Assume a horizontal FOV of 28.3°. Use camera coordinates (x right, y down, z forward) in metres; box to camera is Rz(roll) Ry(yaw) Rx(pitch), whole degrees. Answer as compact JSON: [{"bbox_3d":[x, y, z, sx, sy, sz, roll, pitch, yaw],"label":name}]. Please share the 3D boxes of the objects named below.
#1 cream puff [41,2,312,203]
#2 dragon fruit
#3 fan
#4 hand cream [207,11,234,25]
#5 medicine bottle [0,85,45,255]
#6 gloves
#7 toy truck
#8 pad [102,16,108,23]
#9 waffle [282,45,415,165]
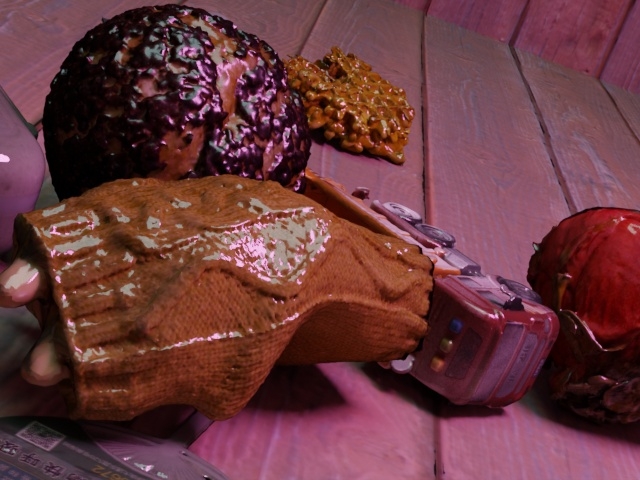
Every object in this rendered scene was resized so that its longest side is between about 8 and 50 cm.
[{"bbox_3d":[-0.110,-0.084,1.055,0.165,0.239,0.239,-14,-10,43],"label":"cream puff"},{"bbox_3d":[0.272,0.094,1.126,0.218,0.223,0.148,-6,37,41],"label":"dragon fruit"},{"bbox_3d":[-0.137,0.144,0.773,0.223,0.012,0.294,13,20,-17],"label":"fan"},{"bbox_3d":[-0.189,-0.238,1.683,0.124,0.077,0.340,25,28,8],"label":"hand cream"},{"bbox_3d":[-0.386,-0.112,1.028,0.282,0.123,0.375,7,23,-35],"label":"medicine bottle"},{"bbox_3d":[-0.074,0.030,0.908,0.356,0.155,0.203,-5,12,-43],"label":"gloves"},{"bbox_3d":[0.072,0.039,1.119,0.135,0.114,0.270,5,24,-47],"label":"toy truck"},{"bbox_3d":[-0.218,-0.259,1.789,0.164,0.004,0.243,13,21,-22],"label":"pad"},{"bbox_3d":[0.036,-0.191,1.715,0.197,0.070,0.193,22,30,-21],"label":"waffle"}]
